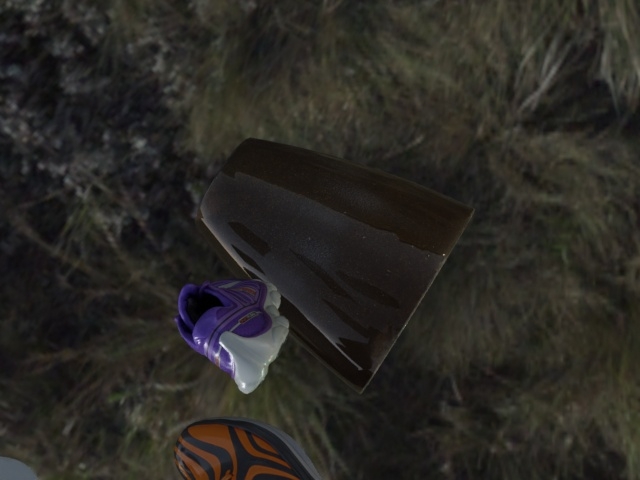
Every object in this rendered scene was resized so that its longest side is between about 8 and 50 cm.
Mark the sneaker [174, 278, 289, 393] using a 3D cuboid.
[{"bbox_3d":[-0.068,0.048,0.802,0.071,0.170,0.068,35,88,-13],"label":"sneaker"}]

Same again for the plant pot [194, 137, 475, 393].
[{"bbox_3d":[0.000,0.000,1.151,0.230,0.215,0.215,32,124,5],"label":"plant pot"}]

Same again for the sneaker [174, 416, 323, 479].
[{"bbox_3d":[-0.075,0.294,1.203,0.321,0.180,0.124,26,114,34],"label":"sneaker"}]

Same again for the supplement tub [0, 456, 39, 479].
[{"bbox_3d":[-0.350,0.434,1.303,0.241,0.241,0.331,-7,123,16],"label":"supplement tub"}]
